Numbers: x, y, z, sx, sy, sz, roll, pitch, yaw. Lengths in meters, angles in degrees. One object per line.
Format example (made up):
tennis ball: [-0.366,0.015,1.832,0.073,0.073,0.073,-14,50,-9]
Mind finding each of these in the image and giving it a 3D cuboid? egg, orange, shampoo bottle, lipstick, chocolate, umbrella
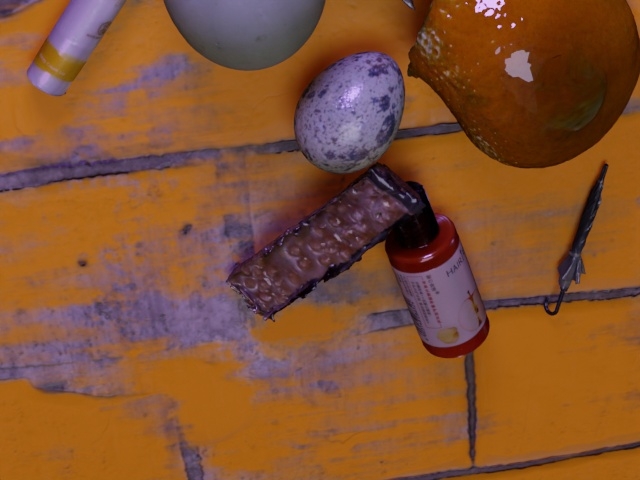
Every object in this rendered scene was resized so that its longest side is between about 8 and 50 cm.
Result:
egg: [0.041,-0.166,2.023,0.132,0.132,0.172,29,107,-27]
egg: [-0.091,-0.321,1.837,0.202,0.203,0.283,-7,144,-3]
orange: [0.277,-0.235,1.972,0.262,0.196,0.335,-44,122,-12]
shampoo bottle: [0.155,0.036,2.209,0.104,0.104,0.278,-19,127,6]
lipstick: [-0.273,-0.292,1.926,0.059,0.059,0.264,25,118,-25]
chocolate: [0.003,-0.002,2.144,0.102,0.065,0.329,39,127,-20]
umbrella: [0.378,0.007,2.263,0.044,0.044,0.269,-15,136,-37]

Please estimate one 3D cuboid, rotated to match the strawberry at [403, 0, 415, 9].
strawberry: [0.103,-0.410,1.872,0.174,0.098,0.228,19,119,-22]
